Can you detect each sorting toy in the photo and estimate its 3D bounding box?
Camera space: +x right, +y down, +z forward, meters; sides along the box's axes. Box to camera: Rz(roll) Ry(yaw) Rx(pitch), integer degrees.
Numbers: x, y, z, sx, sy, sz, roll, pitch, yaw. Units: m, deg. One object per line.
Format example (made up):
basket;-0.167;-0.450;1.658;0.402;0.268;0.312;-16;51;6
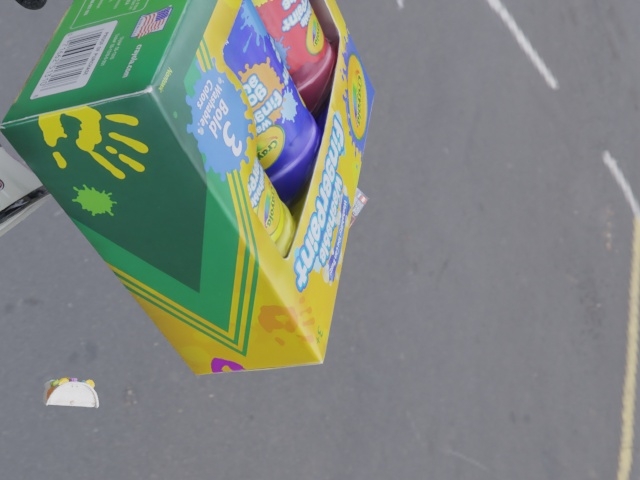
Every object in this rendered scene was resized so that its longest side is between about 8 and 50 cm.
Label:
sorting toy;-0.397;0.232;1.487;0.083;0.075;0.045;10;89;-34

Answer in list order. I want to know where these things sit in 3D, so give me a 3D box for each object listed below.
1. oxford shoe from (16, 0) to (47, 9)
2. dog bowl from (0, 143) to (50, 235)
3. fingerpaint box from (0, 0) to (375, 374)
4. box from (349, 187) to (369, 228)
oxford shoe;-0.477;-0.478;1.493;0.096;0.083;0.227;-70;146;-64
dog bowl;-0.526;0.002;1.130;0.150;0.408;0.408;54;40;-9
fingerpaint box;-0.094;-0.146;1.014;0.445;0.163;0.371;-77;150;-42
box;0.000;0.000;1.198;0.027;0.094;0.137;42;50;-10
